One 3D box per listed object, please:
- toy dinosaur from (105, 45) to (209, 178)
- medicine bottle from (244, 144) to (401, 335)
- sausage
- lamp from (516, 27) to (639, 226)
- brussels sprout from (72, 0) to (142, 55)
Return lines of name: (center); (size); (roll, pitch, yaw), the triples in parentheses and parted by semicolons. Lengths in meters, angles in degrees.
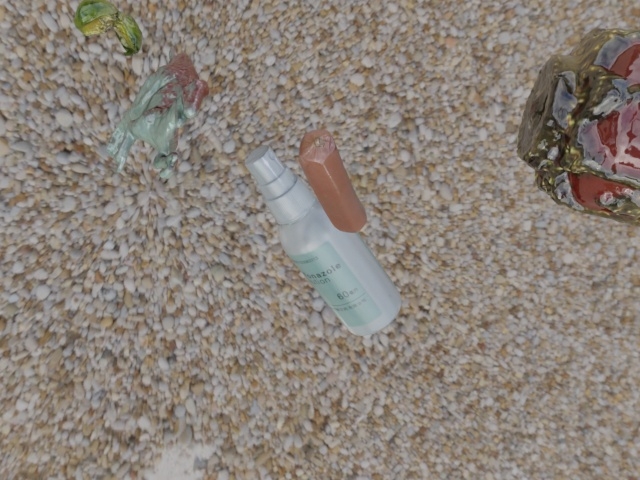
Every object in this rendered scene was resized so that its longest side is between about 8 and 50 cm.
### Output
toy dinosaur: (-0.140, -0.144, 0.612); (0.053, 0.167, 0.242); (32, 41, -24)
medicine bottle: (0.000, 0.000, 1.004); (0.110, 0.110, 0.352); (-42, 118, -8)
sausage: (0.012, -0.044, 0.524); (0.035, 0.147, 0.030); (0, 67, 17)
lamp: (0.314, -0.086, 0.544); (0.274, 0.177, 0.177); (12, 91, 5)
brussels sprout: (-0.255, -0.262, 0.781); (0.083, 0.046, 0.051); (25, 88, -20)
